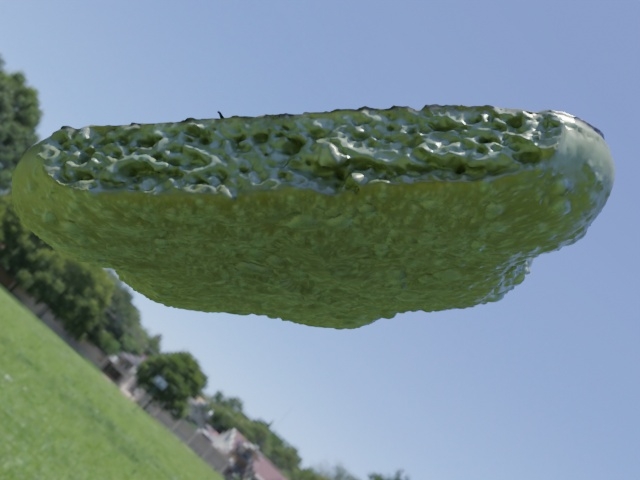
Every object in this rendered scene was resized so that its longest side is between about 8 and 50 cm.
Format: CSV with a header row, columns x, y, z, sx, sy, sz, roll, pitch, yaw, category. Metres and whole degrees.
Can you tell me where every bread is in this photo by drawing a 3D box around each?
x,y,z,sx,sy,sz,roll,pitch,yaw,category
0.000,0.000,0.476,0.286,0.056,0.207,-2,-24,12,bread
